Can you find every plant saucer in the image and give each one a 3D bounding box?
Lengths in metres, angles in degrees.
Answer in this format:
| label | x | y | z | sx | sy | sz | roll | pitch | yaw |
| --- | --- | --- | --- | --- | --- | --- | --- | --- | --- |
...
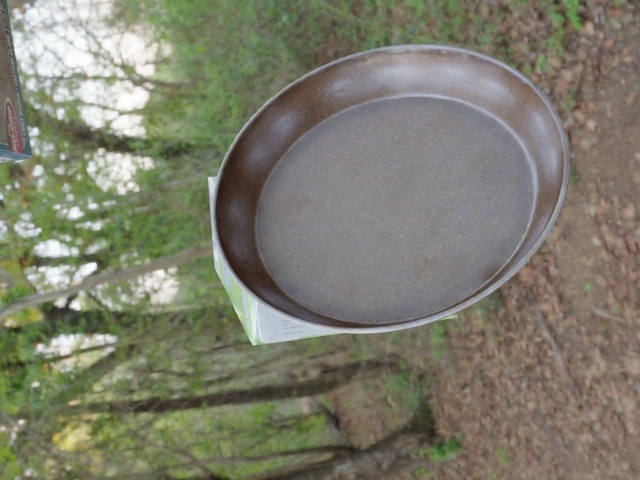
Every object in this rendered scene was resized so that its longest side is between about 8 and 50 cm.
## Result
| label | x | y | z | sx | sy | sz | roll | pitch | yaw |
| --- | --- | --- | --- | --- | --- | --- | --- | --- | --- |
| plant saucer | 0.032 | -0.024 | 0.420 | 0.029 | 0.168 | 0.168 | 65 | -172 | -50 |

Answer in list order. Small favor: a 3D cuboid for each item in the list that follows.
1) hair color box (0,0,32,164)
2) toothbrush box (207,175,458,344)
| label | x | y | z | sx | sy | sz | roll | pitch | yaw |
| --- | --- | --- | --- | --- | --- | --- | --- | --- | --- |
| hair color box | -0.476 | -0.134 | 0.871 | 0.105 | 0.347 | 0.174 | 2 | -102 | -81 |
| toothbrush box | 0.000 | 0.000 | 0.947 | 0.283 | 0.206 | 0.122 | -138 | 43 | -73 |
